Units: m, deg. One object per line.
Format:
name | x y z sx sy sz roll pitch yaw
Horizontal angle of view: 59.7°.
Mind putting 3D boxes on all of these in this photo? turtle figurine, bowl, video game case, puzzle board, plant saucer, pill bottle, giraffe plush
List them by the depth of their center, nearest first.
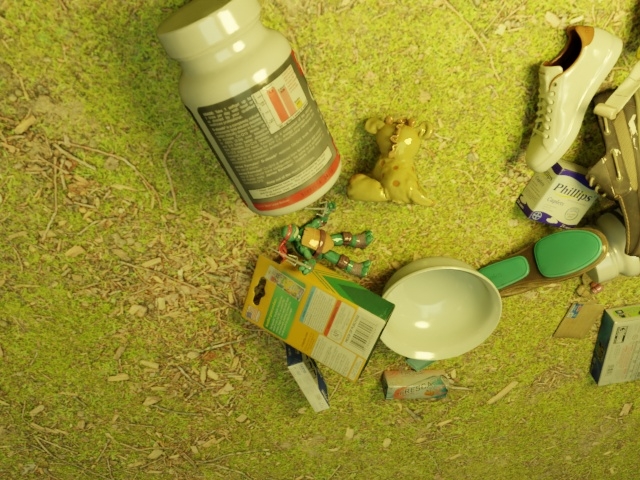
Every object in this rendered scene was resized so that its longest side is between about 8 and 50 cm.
pill bottle | -0.118 -0.239 0.985 0.210 0.210 0.363 -22 126 8
giraffe plush | 0.148 -0.160 1.123 0.181 0.210 0.170 4 96 -7
turtle figurine | 0.000 0.000 1.237 0.234 0.118 0.175 18 81 -21
pill bottle | 0.752 -0.012 1.296 0.283 0.161 0.161 -23 125 10
bowl | 0.272 0.141 1.351 0.297 0.134 0.298 -1 126 -1
plant saucer | 0.331 0.299 1.552 0.192 0.018 0.067 -36 122 16
puzzle board | 0.718 0.222 1.554 0.096 0.011 0.128 7 124 -11
video game case | 0.923 0.292 1.600 0.244 0.061 0.269 -8 126 0

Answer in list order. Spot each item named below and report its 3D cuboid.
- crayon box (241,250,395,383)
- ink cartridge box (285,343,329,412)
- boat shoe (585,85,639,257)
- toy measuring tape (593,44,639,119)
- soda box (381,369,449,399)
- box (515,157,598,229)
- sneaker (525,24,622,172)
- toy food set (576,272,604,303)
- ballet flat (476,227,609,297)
crayon box | -0.012 0.165 1.307 0.323 0.083 0.203 28 123 12
ink cartridge box | -0.034 0.359 1.495 0.046 0.097 0.207 -20 126 7
boat shoe | 0.620 -0.142 1.152 0.130 0.132 0.355 -2 88 28
toy measuring tape | 0.610 -0.371 1.011 0.330 0.121 0.121 -47 122 -6
soda box | 0.269 0.411 1.595 0.183 0.063 0.058 0 125 -8
box | 0.539 -0.106 1.256 0.126 0.072 0.137 14 122 -18
sneaker | 0.461 -0.282 1.108 0.123 0.106 0.290 16 111 -15
toy food set | 0.716 0.112 1.471 0.078 0.019 0.122 -1 118 -7
ballet flat | 0.526 0.065 1.312 0.124 0.116 0.342 15 147 -36
